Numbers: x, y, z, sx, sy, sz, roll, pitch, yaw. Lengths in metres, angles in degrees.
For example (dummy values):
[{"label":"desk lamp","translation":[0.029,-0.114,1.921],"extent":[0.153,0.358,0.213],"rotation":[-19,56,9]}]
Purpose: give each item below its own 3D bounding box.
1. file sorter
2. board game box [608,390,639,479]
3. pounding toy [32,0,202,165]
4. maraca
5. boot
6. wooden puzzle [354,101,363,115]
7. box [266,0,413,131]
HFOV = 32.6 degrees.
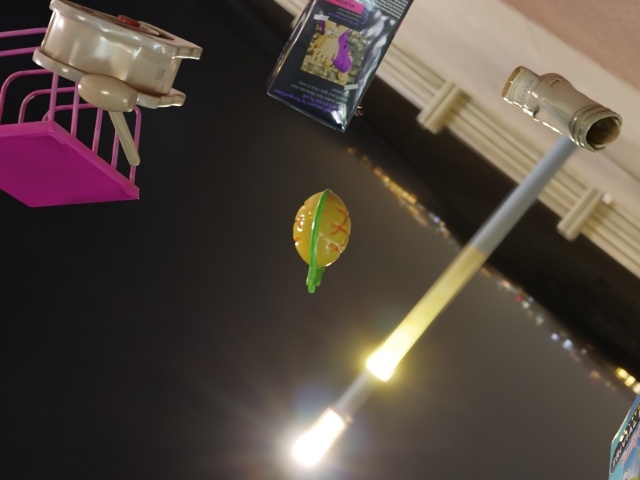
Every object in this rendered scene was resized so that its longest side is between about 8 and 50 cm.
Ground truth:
[{"label":"file sorter","translation":[-0.432,-0.188,1.719],"extent":[0.202,0.182,0.290],"rotation":[-3,162,15]},{"label":"board game box","translation":[0.406,0.293,1.276],"extent":[0.079,0.253,0.336],"rotation":[17,-140,5]},{"label":"pounding toy","translation":[-0.254,-0.187,1.286],"extent":[0.154,0.154,0.269],"rotation":[23,-169,5]},{"label":"maraca","translation":[0.000,0.000,1.934],"extent":[0.099,0.185,0.127],"rotation":[12,-162,14]},{"label":"boot","translation":[0.477,-0.240,2.051],"extent":[0.203,0.095,0.262],"rotation":[36,-164,29]},{"label":"wooden puzzle","translation":[0.057,-0.273,2.050],"extent":[0.049,0.006,0.083],"rotation":[1,-105,-50]},{"label":"box","translation":[0.034,-0.333,1.765],"extent":[0.143,0.270,0.165],"rotation":[27,-168,-9]}]
